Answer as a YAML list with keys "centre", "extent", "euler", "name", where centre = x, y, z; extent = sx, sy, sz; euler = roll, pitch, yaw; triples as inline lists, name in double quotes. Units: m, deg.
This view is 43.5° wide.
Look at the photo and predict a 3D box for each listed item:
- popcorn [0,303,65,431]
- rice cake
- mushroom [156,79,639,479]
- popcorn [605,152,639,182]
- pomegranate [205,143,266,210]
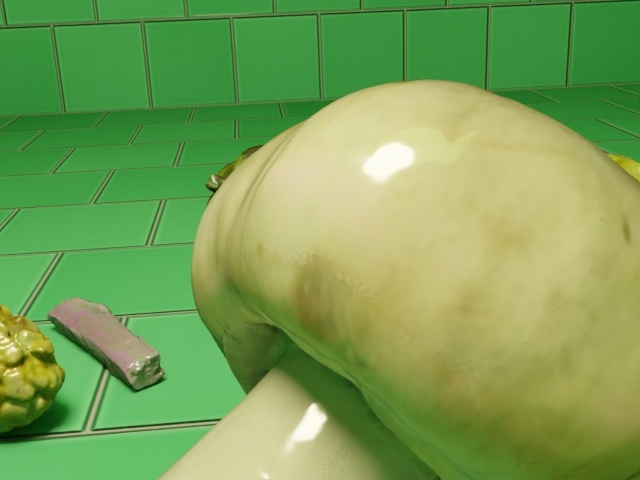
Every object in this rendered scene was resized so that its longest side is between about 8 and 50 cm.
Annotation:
- centre: [-0.285, 0.110, 0.710]
  extent: [0.121, 0.116, 0.106]
  euler: [0, 1, 7]
  name: "popcorn"
- centre: [-0.229, 0.103, 0.842]
  extent: [0.047, 0.036, 0.207]
  euler: [-21, 27, -33]
  name: "rice cake"
- centre: [0.046, 0.057, 0.502]
  extent: [0.353, 0.325, 0.353]
  euler: [3, 24, -2]
  name: "mushroom"
- centre: [0.290, -0.026, 0.940]
  extent: [0.225, 0.173, 0.286]
  euler: [3, 14, 23]
  name: "popcorn"
- centre: [0.003, -0.017, 0.913]
  extent: [0.276, 0.204, 0.222]
  euler: [-10, 5, -31]
  name: "pomegranate"
